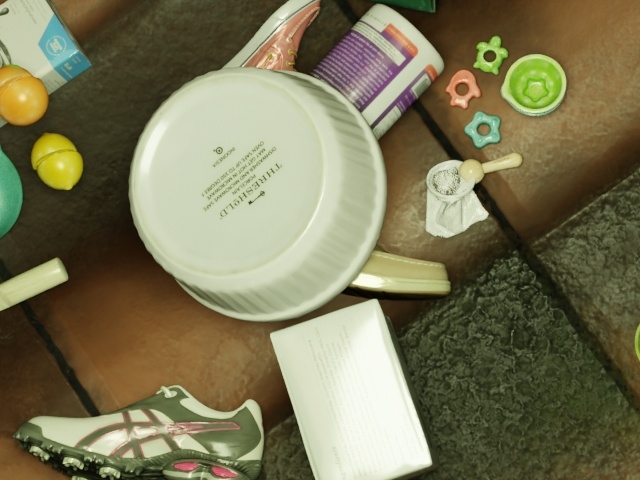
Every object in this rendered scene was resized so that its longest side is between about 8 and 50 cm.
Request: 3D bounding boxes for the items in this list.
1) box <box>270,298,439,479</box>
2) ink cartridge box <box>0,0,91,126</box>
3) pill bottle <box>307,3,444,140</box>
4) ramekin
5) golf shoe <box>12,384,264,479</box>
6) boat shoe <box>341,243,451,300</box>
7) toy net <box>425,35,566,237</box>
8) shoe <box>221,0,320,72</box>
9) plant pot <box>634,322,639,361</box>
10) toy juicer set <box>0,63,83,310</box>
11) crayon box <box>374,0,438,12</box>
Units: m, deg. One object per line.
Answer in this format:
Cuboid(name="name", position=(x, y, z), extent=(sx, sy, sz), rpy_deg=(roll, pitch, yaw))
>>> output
Cuboid(name="box", position=(0.039, 0.171, 1.594), extent=(0.119, 0.181, 0.182), rpy_deg=(-19, 79, 3))
Cuboid(name="ink cartridge box", position=(-0.372, -0.201, 1.767), extent=(0.180, 0.060, 0.104), rpy_deg=(-34, 79, 1))
Cuboid(name="pill bottle", position=(0.035, -0.159, 1.686), extent=(0.108, 0.108, 0.193), rpy_deg=(43, 88, 11))
Cuboid(name="ramekin", position=(-0.074, -0.057, 1.577), extent=(0.273, 0.127, 0.273), rpy_deg=(-3, 80, 18))
Cuboid(name="golf shoe", position=(-0.195, 0.218, 1.670), extent=(0.273, 0.105, 0.120), rpy_deg=(10, 66, 3))
Cuboid(name="boat shoe", position=(0.000, 0.000, 1.668), extent=(0.302, 0.109, 0.098), rpy_deg=(11, 84, 14))
Cuboid(name="toy net", position=(0.172, -0.115, 1.694), extent=(0.122, 0.045, 0.232), rpy_deg=(32, 86, 11))
Cuboid(name="shoe", position=(-0.047, -0.199, 1.729), extent=(0.081, 0.063, 0.178), rpy_deg=(45, 91, 7))
Cuboid(name="plant pot", position=(0.379, 0.105, 1.616), extent=(0.083, 0.079, 0.083), rpy_deg=(-1, 80, 7))
Cuboid(name="toy juicer set", position=(-0.370, -0.053, 1.729), extent=(0.209, 0.089, 0.329), rpy_deg=(-5, 109, -4))
Cuboid(name="crayon box", position=(-0.004, -0.394, 1.732), extent=(0.323, 0.083, 0.203), rpy_deg=(12, 76, 9))
